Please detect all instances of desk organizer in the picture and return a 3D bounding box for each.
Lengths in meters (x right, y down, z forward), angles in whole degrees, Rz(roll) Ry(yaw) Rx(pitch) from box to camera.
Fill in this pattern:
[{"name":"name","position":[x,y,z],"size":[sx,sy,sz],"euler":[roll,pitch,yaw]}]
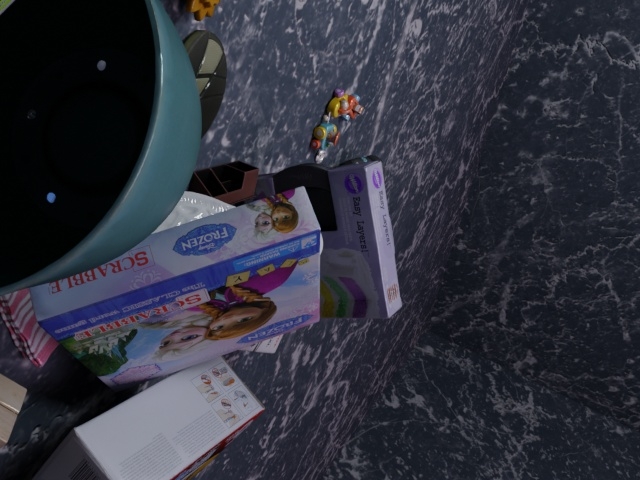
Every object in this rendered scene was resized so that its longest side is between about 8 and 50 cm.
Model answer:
[{"name":"desk organizer","position":[-0.151,-0.088,1.123],"size":[0.130,0.047,0.050],"euler":[-28,136,-60]}]

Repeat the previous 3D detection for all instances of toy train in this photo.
[{"name":"toy train","position":[0.041,-0.236,1.444],"size":[0.166,0.046,0.125],"euler":[-62,160,-12]}]

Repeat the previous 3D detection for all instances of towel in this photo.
[{"name":"towel","position":[-0.323,0.049,0.866],"size":[0.144,0.029,0.197],"euler":[-51,156,-37]}]

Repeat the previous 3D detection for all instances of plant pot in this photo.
[{"name":"plant pot","position":[-0.229,-0.100,0.576],"size":[0.235,0.292,0.293],"euler":[19,96,-82]}]

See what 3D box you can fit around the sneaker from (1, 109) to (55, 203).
[{"name":"sneaker","position":[-0.302,-0.071,0.748],"size":[0.082,0.069,0.209],"euler":[-30,-146,64]}]

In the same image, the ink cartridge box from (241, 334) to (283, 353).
[{"name":"ink cartridge box","position":[-0.127,0.135,1.388],"size":[0.148,0.085,0.203],"euler":[-65,160,-2]}]

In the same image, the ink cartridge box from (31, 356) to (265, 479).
[{"name":"ink cartridge box","position":[-0.273,0.332,1.047],"size":[0.272,0.130,0.309],"euler":[-47,168,27]}]

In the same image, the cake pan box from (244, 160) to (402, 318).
[{"name":"cake pan box","position":[0.000,0.000,1.203],"size":[0.070,0.245,0.267],"euler":[-30,115,-60]}]

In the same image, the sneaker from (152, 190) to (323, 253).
[{"name":"sneaker","position":[-0.179,0.031,1.077],"size":[0.322,0.130,0.236],"euler":[3,158,-32]}]

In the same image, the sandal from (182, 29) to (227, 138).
[{"name":"sandal","position":[-0.216,-0.127,0.859],"size":[0.303,0.086,0.120],"euler":[-58,162,0]}]

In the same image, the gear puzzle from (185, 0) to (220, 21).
[{"name":"gear puzzle","position":[-0.146,-0.377,0.764],"size":[0.339,0.044,0.176],"euler":[86,27,-54]}]

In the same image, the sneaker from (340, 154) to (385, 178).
[{"name":"sneaker","position":[0.053,-0.080,1.630],"size":[0.106,0.101,0.268],"euler":[-5,128,-35]}]

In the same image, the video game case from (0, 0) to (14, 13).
[{"name":"video game case","position":[-0.292,-0.190,0.347],"size":[0.244,0.269,0.061],"euler":[-58,-163,-23]}]

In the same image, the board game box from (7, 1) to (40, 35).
[{"name":"board game box","position":[-0.268,-0.281,0.622],"size":[0.136,0.030,0.260],"euler":[-60,160,-7]}]

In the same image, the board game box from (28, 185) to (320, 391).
[{"name":"board game box","position":[-0.157,0.078,0.909],"size":[0.318,0.066,0.318],"euler":[-18,157,-8]}]

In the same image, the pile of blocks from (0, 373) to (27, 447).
[{"name":"pile of blocks","position":[-0.458,0.286,0.728],"size":[0.112,0.149,0.362],"euler":[42,56,-25]}]
